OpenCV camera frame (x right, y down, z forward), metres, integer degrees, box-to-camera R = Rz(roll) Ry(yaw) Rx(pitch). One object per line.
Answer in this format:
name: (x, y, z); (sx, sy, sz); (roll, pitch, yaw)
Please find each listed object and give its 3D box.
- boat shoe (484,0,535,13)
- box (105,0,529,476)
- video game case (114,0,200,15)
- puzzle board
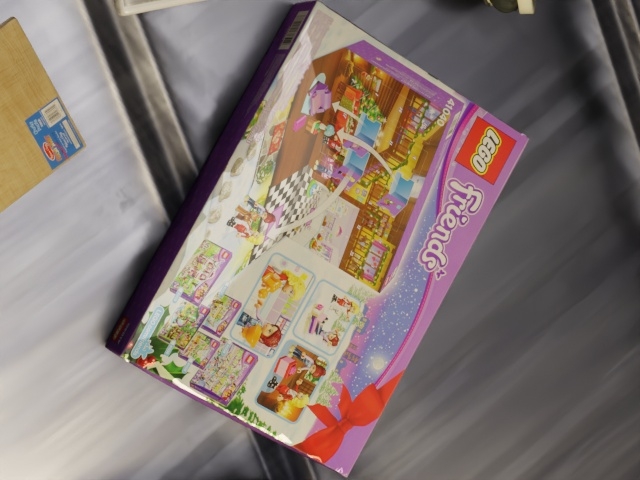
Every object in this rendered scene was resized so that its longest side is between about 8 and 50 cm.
boat shoe: (0.074, -0.319, 1.215); (0.113, 0.127, 0.340); (-13, 110, 11)
box: (0.000, 0.000, 1.246); (0.201, 0.057, 0.293); (31, 85, -20)
video game case: (-0.071, -0.263, 1.211); (0.190, 0.022, 0.173); (-14, 100, -18)
puzzle board: (-0.222, -0.080, 1.149); (0.096, 0.011, 0.128); (-40, 139, -15)
